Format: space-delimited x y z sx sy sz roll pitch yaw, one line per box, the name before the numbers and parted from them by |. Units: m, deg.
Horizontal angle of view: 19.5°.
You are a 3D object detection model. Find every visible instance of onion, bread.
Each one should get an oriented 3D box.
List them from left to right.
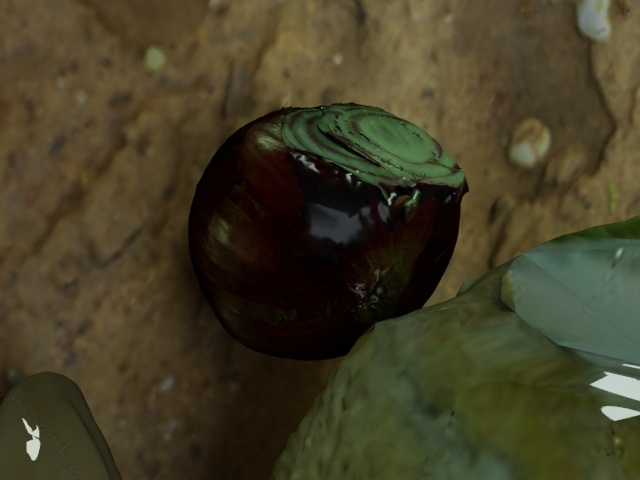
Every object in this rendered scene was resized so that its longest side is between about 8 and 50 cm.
onion | 0.000 0.000 0.785 0.117 0.118 0.119 9 93 -31
bread | 0.122 0.128 0.765 0.395 0.239 0.264 -15 134 -30

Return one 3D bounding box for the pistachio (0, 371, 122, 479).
pistachio | -0.120 0.159 0.728 0.135 0.136 0.226 -11 100 -32
